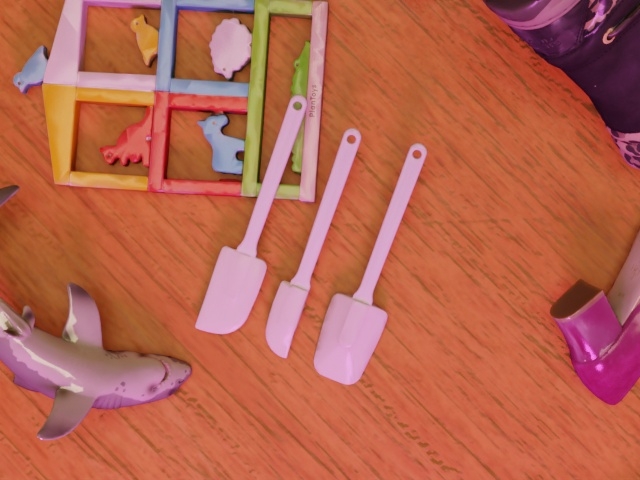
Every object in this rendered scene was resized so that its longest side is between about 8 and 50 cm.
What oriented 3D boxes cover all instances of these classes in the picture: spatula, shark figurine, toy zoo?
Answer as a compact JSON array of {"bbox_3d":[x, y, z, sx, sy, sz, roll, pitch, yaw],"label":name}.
[{"bbox_3d":[0.000,0.000,1.702,0.168,0.019,0.242,21,99,5],"label":"spatula"},{"bbox_3d":[-0.276,0.090,1.698,0.278,0.116,0.166,43,57,-4],"label":"shark figurine"},{"bbox_3d":[-0.144,-0.140,1.729,0.293,0.030,0.192,3,88,3],"label":"toy zoo"}]

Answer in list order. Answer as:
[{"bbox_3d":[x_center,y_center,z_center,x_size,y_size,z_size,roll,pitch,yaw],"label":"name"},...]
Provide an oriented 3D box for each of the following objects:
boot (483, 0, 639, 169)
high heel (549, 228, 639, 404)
[{"bbox_3d":[0.334,-0.256,1.584,0.377,0.284,0.138,-46,42,-4],"label":"boot"},{"bbox_3d":[0.329,0.044,1.687,0.244,0.082,0.117,-39,118,-12],"label":"high heel"}]
